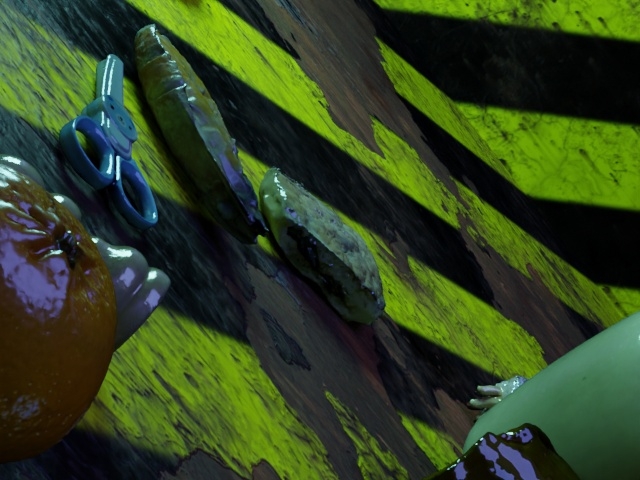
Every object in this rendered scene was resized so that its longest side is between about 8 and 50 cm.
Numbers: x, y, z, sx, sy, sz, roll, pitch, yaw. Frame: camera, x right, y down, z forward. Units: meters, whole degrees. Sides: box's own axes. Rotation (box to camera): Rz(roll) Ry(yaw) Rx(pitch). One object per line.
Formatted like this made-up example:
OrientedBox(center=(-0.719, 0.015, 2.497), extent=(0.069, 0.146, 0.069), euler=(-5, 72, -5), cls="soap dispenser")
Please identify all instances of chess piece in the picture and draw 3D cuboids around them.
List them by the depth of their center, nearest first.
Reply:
OrientedBox(center=(-0.204, 0.007, 1.386), extent=(0.170, 0.094, 0.094), euler=(43, 16, -11), cls="chess piece")

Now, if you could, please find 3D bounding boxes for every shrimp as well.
OrientedBox(center=(-0.117, -0.104, 1.944), extent=(0.164, 0.062, 0.317), euler=(39, 19, -55), cls="shrimp")

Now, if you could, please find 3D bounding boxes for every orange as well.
OrientedBox(center=(-0.209, 0.040, 1.123), extent=(0.193, 0.161, 0.193), euler=(54, 10, -15), cls="orange")

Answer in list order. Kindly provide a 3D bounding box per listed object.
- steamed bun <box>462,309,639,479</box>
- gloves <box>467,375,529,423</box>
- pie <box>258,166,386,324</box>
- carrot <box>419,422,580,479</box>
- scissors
OrientedBox(center=(0.378, 0.326, 1.954), extent=(0.456, 0.371, 0.290), euler=(51, 31, -3), cls="steamed bun")
OrientedBox(center=(0.253, 0.235, 2.306), extent=(0.144, 0.094, 0.110), euler=(50, 24, -49), cls="gloves")
OrientedBox(center=(0.003, -0.002, 2.109), extent=(0.218, 0.052, 0.185), euler=(45, 18, -26), cls="pie")
OrientedBox(center=(0.155, 0.317, 1.509), extent=(0.341, 0.241, 0.241), euler=(55, 14, 7), cls="carrot")
OrientedBox(center=(-0.200, -0.109, 1.746), extent=(0.125, 0.030, 0.256), euler=(48, 18, -29), cls="scissors")
